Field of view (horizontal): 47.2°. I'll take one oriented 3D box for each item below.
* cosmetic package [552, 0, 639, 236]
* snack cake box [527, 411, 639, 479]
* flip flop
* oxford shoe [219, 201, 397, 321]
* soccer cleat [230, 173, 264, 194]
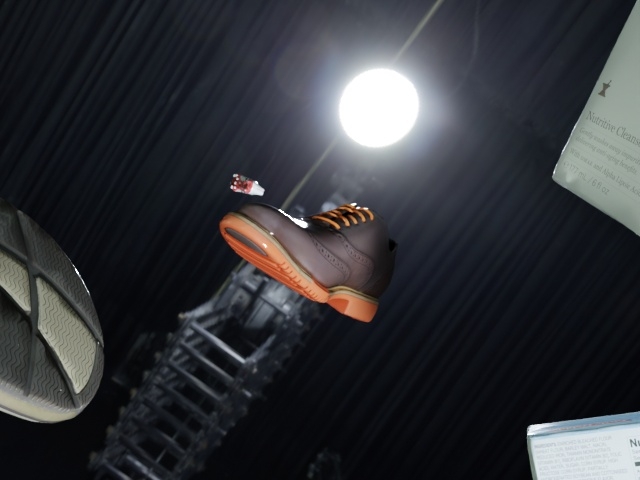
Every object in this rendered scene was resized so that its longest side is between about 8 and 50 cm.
[{"bbox_3d":[0.443,-0.190,0.794,0.156,0.385,0.217,10,-159,-21],"label":"cosmetic package"},{"bbox_3d":[0.265,0.166,0.416,0.089,0.264,0.152,34,-133,-71],"label":"snack cake box"},{"bbox_3d":[-0.232,0.012,0.333,0.277,0.080,0.112,24,-149,-22],"label":"flip flop"},{"bbox_3d":[0.000,0.000,0.664,0.097,0.098,0.271,31,180,24],"label":"oxford shoe"},{"bbox_3d":[-0.117,-0.086,1.164,0.035,0.029,0.083,22,180,-30],"label":"soccer cleat"}]
